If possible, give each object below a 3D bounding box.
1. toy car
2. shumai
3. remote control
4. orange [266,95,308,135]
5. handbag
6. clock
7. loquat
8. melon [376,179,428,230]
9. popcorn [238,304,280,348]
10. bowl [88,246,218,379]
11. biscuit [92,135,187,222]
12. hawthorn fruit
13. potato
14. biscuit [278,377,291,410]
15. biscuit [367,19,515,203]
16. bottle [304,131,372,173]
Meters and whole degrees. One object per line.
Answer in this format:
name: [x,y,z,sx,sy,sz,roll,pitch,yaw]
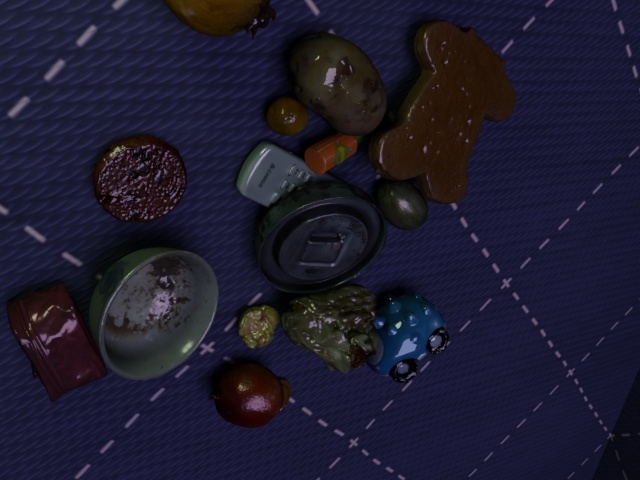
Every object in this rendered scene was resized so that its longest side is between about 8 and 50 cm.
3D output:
toy car: [0.216,0.248,1.768,0.255,0.188,0.190,-40,122,-2]
shumai: [0.039,0.229,1.588,0.255,0.218,0.189,-14,152,-27]
remote control: [-0.051,-0.119,1.469,0.296,0.056,0.140,25,101,-40]
orange: [-0.068,-0.262,1.358,0.095,0.085,0.085,8,113,-47]
handbag: [-0.537,0.207,1.300,0.135,0.146,0.225,-26,130,-21]
clock: [-0.001,0.001,1.507,0.318,0.066,0.319,-13,138,-12]
loquat: [-0.166,-0.460,1.084,0.243,0.244,0.244,-15,124,-24]
melon: [0.209,-0.088,1.611,0.114,0.114,0.167,-50,128,3]
popcorn: [-0.153,0.209,1.584,0.097,0.089,0.109,37,84,-5]
bowl: [-0.369,0.132,1.341,0.289,0.146,0.289,-29,131,-39]
biscuit: [-0.360,-0.122,1.283,0.192,0.049,0.192,-21,129,-28]
hawthorn fruit: [-0.190,0.387,1.614,0.188,0.169,0.169,21,105,-35]
potato: [0.043,-0.326,1.344,0.262,0.165,0.165,31,98,-42]
biscuit: [-0.154,0.448,1.758,0.175,0.026,0.124,-39,130,-7]
biscuit: [0.298,-0.296,1.531,0.368,0.076,0.394,22,92,-40]
bottle: [0.049,-0.218,1.450,0.187,0.069,0.069,-37,133,-34]
